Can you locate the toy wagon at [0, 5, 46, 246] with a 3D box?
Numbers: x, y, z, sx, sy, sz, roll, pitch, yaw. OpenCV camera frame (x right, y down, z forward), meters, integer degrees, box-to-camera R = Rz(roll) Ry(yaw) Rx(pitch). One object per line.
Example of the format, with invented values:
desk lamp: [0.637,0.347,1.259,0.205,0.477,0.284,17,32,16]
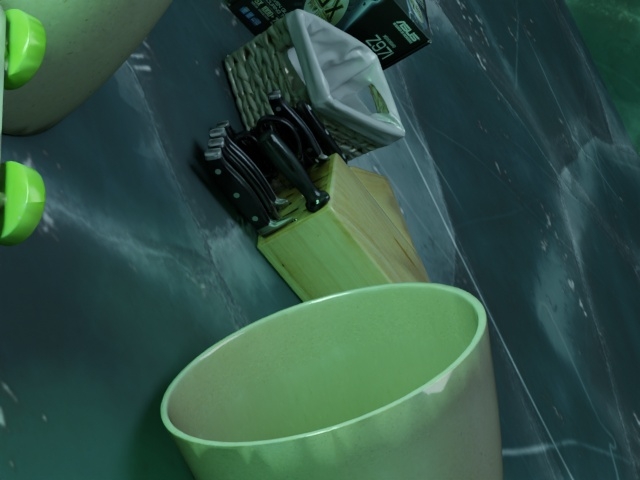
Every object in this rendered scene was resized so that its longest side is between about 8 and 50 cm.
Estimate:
toy wagon: [-0.295,-0.146,1.155,0.267,0.068,0.344,23,56,-47]

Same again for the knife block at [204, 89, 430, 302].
knife block: [0.000,0.000,1.690,0.242,0.088,0.276,10,56,-61]

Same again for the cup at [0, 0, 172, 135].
cup: [-0.209,-0.282,1.374,0.331,0.237,0.331,46,27,-32]

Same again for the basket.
basket: [-0.007,-0.147,1.819,0.167,0.103,0.113,19,48,-57]

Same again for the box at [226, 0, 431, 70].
box: [0.009,-0.256,1.917,0.180,0.147,0.078,45,28,-37]

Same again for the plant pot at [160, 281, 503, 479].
plant pot: [0.039,0.210,1.388,0.256,0.256,0.274,-62,137,-63]
